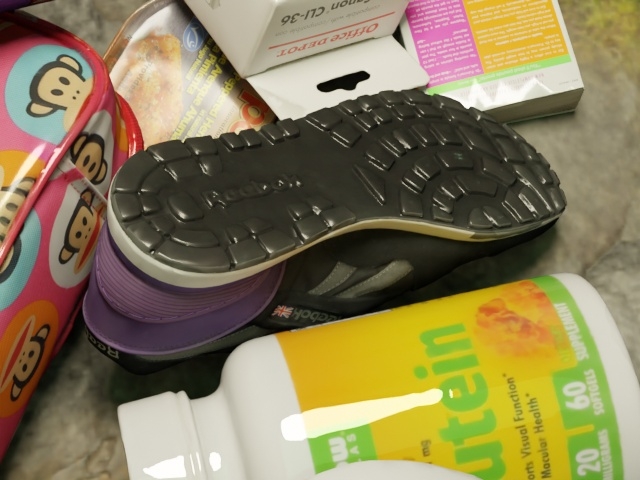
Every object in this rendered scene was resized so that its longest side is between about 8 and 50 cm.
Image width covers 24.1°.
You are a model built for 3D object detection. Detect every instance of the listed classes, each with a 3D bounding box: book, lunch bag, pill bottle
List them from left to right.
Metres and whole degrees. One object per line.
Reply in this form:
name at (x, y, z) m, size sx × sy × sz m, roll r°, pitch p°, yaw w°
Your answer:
lunch bag at (-0.256, 0.000, 0.770) m, size 0.258 × 0.120 × 0.293 m, roll 21°, pitch 77°, yaw 13°
pill bottle at (0.028, 0.105, 0.757) m, size 0.245 × 0.136 × 0.136 m, roll -12°, pitch 72°, yaw -8°
book at (0.091, -0.140, 0.903) m, size 0.096 × 0.035 × 0.144 m, roll -11°, pitch 72°, yaw -4°

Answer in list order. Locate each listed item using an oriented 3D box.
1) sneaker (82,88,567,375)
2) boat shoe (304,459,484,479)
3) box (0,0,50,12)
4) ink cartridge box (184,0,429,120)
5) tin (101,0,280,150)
sneaker at (0.000, 0.000, 0.821) m, size 0.283 × 0.124 × 0.107 m, roll -8°, pitch 53°, yaw -31°
boat shoe at (0.086, 0.191, 0.690) m, size 0.096 × 0.267 × 0.088 m, roll -42°, pitch 33°, yaw 15°
box at (-0.273, -0.180, 0.684) m, size 0.293 × 0.057 × 0.201 m, roll -16°, pitch 94°, yaw -17°
ink cartridge box at (-0.021, -0.166, 0.855) m, size 0.115 × 0.067 × 0.198 m, roll -22°, pitch 66°, yaw -33°
tin at (-0.088, -0.058, 0.860) m, size 0.106 × 0.040 × 0.190 m, roll 27°, pitch 72°, yaw 10°
